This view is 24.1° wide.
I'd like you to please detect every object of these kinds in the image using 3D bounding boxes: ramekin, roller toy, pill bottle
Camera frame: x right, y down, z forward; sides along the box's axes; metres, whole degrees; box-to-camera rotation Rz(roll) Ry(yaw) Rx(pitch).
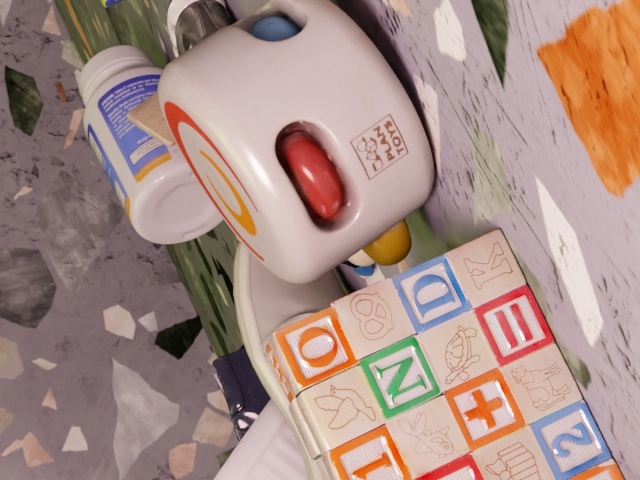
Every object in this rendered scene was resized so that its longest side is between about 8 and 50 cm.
[{"bbox_3d":[-0.053,0.282,1.537,0.127,0.273,0.273,34,165,5],"label":"ramekin"},{"bbox_3d":[-0.012,-0.078,1.104,0.209,0.146,0.191,52,168,17],"label":"roller toy"},{"bbox_3d":[-0.229,-0.138,2.020,0.152,0.152,0.272,80,163,-52],"label":"pill bottle"}]

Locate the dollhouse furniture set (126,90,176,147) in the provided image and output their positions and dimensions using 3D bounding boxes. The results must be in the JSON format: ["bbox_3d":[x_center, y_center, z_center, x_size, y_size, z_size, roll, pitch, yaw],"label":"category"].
[{"bbox_3d":[-0.096,-0.067,1.472,0.144,0.123,0.151,34,143,21],"label":"dollhouse furniture set"}]

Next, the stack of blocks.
[{"bbox_3d":[0.102,0.165,1.006,0.297,0.171,0.087,64,169,8],"label":"stack of blocks"}]

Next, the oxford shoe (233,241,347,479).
[{"bbox_3d":[0.038,0.147,1.442,0.130,0.169,0.449,-48,47,32],"label":"oxford shoe"}]

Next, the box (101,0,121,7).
[{"bbox_3d":[-0.191,-0.308,1.576,0.042,0.109,0.178,62,169,11],"label":"box"}]

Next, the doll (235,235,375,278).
[{"bbox_3d":[0.000,0.000,1.393,0.129,0.046,0.189,40,161,-27],"label":"doll"}]

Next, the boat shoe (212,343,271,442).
[{"bbox_3d":[-0.001,0.247,1.718,0.127,0.158,0.340,91,154,-67],"label":"boat shoe"}]

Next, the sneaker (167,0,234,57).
[{"bbox_3d":[-0.104,-0.150,1.578,0.234,0.078,0.106,80,165,-45],"label":"sneaker"}]
